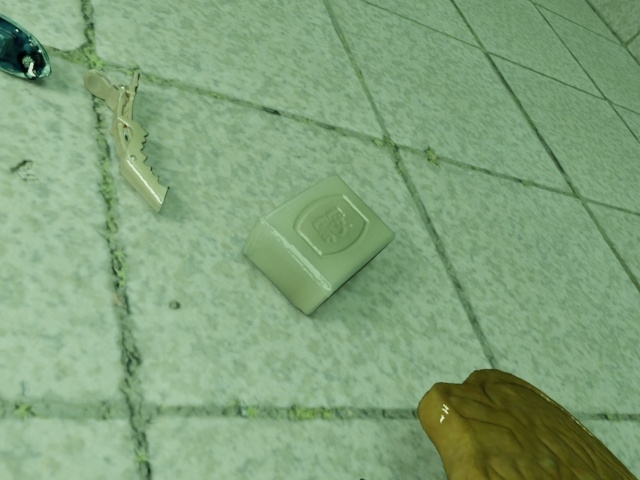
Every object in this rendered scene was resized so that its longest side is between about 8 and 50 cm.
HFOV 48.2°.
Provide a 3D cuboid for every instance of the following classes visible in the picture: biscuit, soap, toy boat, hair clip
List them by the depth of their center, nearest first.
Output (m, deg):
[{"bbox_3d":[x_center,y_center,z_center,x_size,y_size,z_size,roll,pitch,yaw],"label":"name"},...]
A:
[{"bbox_3d":[0.271,0.276,0.718,0.365,0.062,0.385,14,30,-50],"label":"biscuit"},{"bbox_3d":[-0.369,-0.227,0.810,0.137,0.060,0.061,31,18,-20],"label":"toy boat"},{"bbox_3d":[-0.230,-0.123,0.840,0.072,0.034,0.226,4,50,-33],"label":"hair clip"},{"bbox_3d":[0.000,0.000,0.878,0.121,0.064,0.183,45,38,5],"label":"soap"}]

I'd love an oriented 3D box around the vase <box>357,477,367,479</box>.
[{"bbox_3d":[0.011,0.303,0.535,0.115,0.115,0.237,42,41,5],"label":"vase"}]
